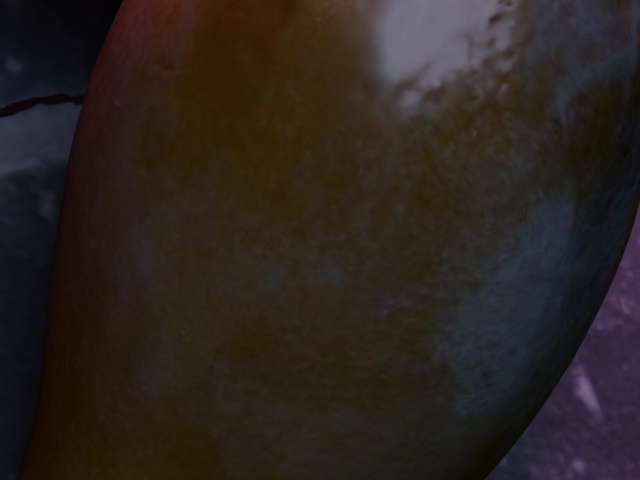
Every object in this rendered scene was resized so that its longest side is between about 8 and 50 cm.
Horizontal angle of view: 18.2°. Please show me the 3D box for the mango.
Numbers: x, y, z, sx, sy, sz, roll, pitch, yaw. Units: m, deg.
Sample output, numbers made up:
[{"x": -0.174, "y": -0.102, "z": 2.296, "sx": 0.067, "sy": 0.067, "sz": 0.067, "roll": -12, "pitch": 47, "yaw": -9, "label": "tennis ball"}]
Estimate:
[{"x": 0.000, "y": 0.000, "z": 0.736, "sx": 0.199, "sy": 0.221, "sz": 0.384, "roll": 34, "pitch": 104, "yaw": 20, "label": "mango"}]

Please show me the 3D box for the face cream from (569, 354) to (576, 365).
[{"x": 0.075, "y": 0.012, "z": 0.881, "sx": 0.091, "sy": 0.091, "sz": 0.095, "roll": 12, "pitch": 61, "yaw": -19, "label": "face cream"}]
